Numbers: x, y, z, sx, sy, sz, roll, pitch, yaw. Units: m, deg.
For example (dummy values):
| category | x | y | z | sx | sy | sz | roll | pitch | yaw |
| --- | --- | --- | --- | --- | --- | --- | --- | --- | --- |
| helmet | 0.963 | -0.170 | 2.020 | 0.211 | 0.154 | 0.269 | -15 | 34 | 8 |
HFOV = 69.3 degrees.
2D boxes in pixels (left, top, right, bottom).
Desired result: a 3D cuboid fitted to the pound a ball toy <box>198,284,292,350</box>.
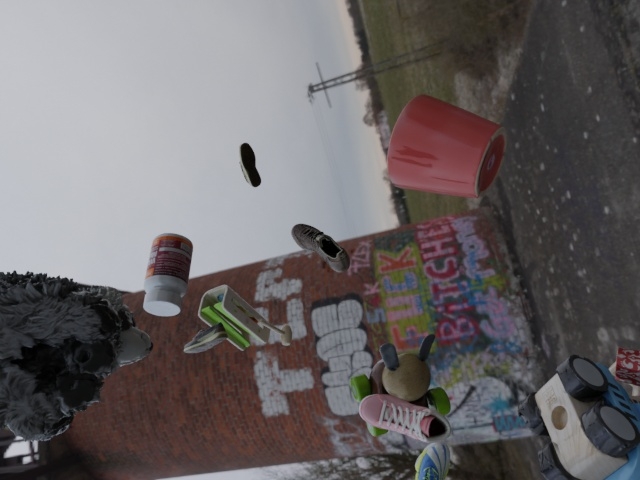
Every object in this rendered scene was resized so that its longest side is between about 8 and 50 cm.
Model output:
| category | x | y | z | sx | sy | sz | roll | pitch | yaw |
| --- | --- | --- | --- | --- | --- | --- | --- | --- | --- |
| pound a ball toy | -0.271 | 0.289 | 1.756 | 0.319 | 0.208 | 0.135 | 49 | -150 | -36 |

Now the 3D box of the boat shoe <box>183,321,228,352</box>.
| category | x | y | z | sx | sy | sz | roll | pitch | yaw |
| --- | --- | --- | --- | --- | --- | --- | --- | --- | --- |
| boat shoe | -0.314 | 0.267 | 1.264 | 0.056 | 0.152 | 0.049 | 27 | -137 | -54 |

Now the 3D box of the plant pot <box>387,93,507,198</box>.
| category | x | y | z | sx | sy | sz | roll | pitch | yaw |
| --- | --- | --- | --- | --- | --- | --- | --- | --- | --- |
| plant pot | 0.357 | -0.242 | 1.273 | 0.275 | 0.243 | 0.274 | -35 | -44 | -41 |

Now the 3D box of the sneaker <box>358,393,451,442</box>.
| category | x | y | z | sx | sy | sz | roll | pitch | yaw |
| --- | --- | --- | --- | --- | --- | --- | --- | --- | --- |
| sneaker | 0.125 | 0.257 | 0.673 | 0.070 | 0.135 | 0.050 | 102 | -174 | -70 |

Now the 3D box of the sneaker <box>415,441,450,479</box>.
| category | x | y | z | sx | sy | sz | roll | pitch | yaw |
| --- | --- | --- | --- | --- | --- | --- | --- | --- | --- |
| sneaker | 0.292 | 0.662 | 1.221 | 0.240 | 0.091 | 0.126 | -65 | 8 | -3 |

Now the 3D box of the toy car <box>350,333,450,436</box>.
| category | x | y | z | sx | sy | sz | roll | pitch | yaw |
| --- | --- | --- | --- | --- | --- | --- | --- | --- | --- |
| toy car | 0.149 | 0.241 | 0.848 | 0.149 | 0.155 | 0.188 | -119 | 21 | -51 |

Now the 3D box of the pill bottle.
| category | x | y | z | sx | sy | sz | roll | pitch | yaw |
| --- | --- | --- | --- | --- | --- | --- | --- | --- | --- |
| pill bottle | -0.443 | 0.098 | 1.343 | 0.121 | 0.121 | 0.221 | 56 | -154 | -52 |

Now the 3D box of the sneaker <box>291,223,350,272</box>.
| category | x | y | z | sx | sy | sz | roll | pitch | yaw |
| --- | --- | --- | --- | --- | --- | --- | --- | --- | --- |
| sneaker | 0.000 | 0.000 | 1.126 | 0.188 | 0.066 | 0.071 | 35 | 155 | 28 |

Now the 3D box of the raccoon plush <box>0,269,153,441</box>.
| category | x | y | z | sx | sy | sz | roll | pitch | yaw |
| --- | --- | --- | --- | --- | --- | --- | --- | --- | --- |
| raccoon plush | -0.472 | 0.099 | 0.705 | 0.446 | 0.216 | 0.299 | 39 | 170 | -21 |

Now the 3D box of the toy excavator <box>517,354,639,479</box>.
| category | x | y | z | sx | sy | sz | roll | pitch | yaw |
| --- | --- | --- | --- | --- | --- | --- | --- | --- | --- |
| toy excavator | 0.768 | 0.446 | 1.206 | 0.432 | 0.446 | 0.222 | -85 | 17 | -56 |

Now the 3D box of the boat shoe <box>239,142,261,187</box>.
| category | x | y | z | sx | sy | sz | roll | pitch | yaw |
| --- | --- | --- | --- | --- | --- | --- | --- | --- | --- |
| boat shoe | -0.215 | -0.220 | 1.351 | 0.050 | 0.045 | 0.135 | -30 | -58 | -33 |

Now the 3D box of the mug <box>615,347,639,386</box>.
| category | x | y | z | sx | sy | sz | roll | pitch | yaw |
| --- | --- | --- | --- | --- | --- | --- | --- | --- | --- |
| mug | 0.890 | 0.364 | 1.237 | 0.113 | 0.169 | 0.150 | -32 | -60 | -48 |
